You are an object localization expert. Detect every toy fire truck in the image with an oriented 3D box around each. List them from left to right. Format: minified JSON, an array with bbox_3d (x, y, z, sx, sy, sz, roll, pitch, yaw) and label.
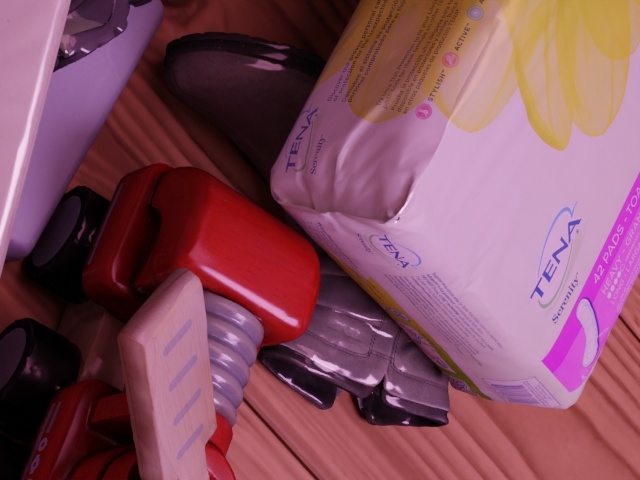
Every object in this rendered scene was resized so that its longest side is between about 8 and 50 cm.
[{"bbox_3d":[-0.073,0.054,0.933,0.158,0.246,0.217,34,61,-26],"label":"toy fire truck"}]

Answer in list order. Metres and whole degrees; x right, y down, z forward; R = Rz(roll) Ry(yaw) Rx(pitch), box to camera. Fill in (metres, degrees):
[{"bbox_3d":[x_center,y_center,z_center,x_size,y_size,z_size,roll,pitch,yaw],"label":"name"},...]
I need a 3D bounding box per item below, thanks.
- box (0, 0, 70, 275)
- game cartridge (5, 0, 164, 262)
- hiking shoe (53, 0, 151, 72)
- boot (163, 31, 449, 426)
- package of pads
[{"bbox_3d":[-0.184,-0.062,0.861,0.121,0.148,0.311,14,92,-12],"label":"box"},{"bbox_3d":[-0.230,-0.130,0.986,0.297,0.062,0.198,39,55,-23],"label":"game cartridge"},{"bbox_3d":[-0.106,-0.173,1.002,0.227,0.086,0.114,-42,108,-36],"label":"hiking shoe"},{"bbox_3d":[0.000,0.000,1.112,0.246,0.083,0.161,30,68,-26],"label":"boot"},{"bbox_3d":[0.114,-0.086,1.064,0.229,0.101,0.296,45,66,-46],"label":"package of pads"}]
